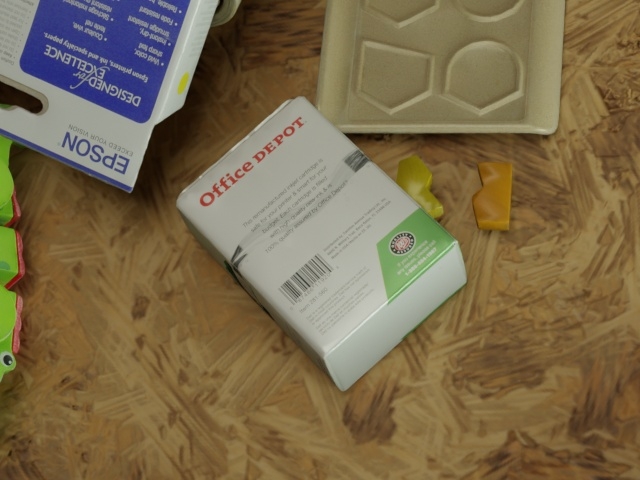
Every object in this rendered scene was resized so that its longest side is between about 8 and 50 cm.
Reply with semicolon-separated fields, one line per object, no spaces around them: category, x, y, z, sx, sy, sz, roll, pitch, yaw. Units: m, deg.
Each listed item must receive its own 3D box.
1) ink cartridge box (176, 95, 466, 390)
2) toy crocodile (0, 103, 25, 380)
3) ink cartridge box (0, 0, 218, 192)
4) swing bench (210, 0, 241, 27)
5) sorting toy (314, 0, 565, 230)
ink cartridge box;0.000;0.000;1.770;0.160;0.092;0.219;-40;63;-8
toy crocodile;-0.324;0.027;1.830;0.115;0.105;0.340;-32;53;45
ink cartridge box;-0.244;-0.244;1.818;0.304;0.072;0.307;25;106;14
swing bench;-0.131;-0.366;1.937;0.255;0.165;0.253;22;71;15
sorting toy;0.113;-0.151;1.851;0.229;0.041;0.307;2;66;9
